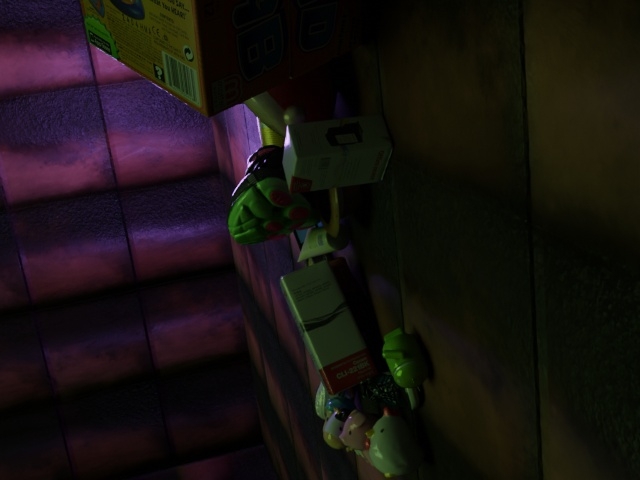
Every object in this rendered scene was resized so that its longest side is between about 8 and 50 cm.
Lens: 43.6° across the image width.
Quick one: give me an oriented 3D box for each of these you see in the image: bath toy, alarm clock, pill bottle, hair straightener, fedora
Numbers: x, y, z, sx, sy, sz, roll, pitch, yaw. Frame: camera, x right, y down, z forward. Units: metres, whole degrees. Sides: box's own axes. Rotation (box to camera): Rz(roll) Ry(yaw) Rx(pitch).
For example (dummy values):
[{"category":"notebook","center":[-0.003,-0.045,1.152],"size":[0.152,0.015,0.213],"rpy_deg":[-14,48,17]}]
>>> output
[{"category":"bath toy","center":[0.099,0.396,1.656],"size":[0.348,0.151,0.129],"rpy_deg":[162,98,-74]},{"category":"alarm clock","center":[0.007,0.079,1.963],"size":[0.192,0.064,0.129],"rpy_deg":[105,151,-67]},{"category":"pill bottle","center":[-0.089,-0.238,1.982],"size":[0.117,0.118,0.208],"rpy_deg":[-140,40,-70]},{"category":"hair straightener","center":[0.080,0.143,1.779],"size":[0.089,0.047,0.230],"rpy_deg":[74,170,-49]},{"category":"fedora","center":[0.038,-0.101,1.635],"size":[0.194,0.079,0.194],"rpy_deg":[168,90,-79]}]

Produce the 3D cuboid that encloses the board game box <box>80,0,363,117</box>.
[{"category":"board game box","center":[-0.172,-0.486,1.328],"size":[0.356,0.356,0.356],"rpy_deg":[34,142,33]}]

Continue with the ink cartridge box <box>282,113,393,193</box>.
[{"category":"ink cartridge box","center":[0.028,-0.153,1.427],"size":[0.127,0.175,0.072],"rpy_deg":[105,154,-62]}]

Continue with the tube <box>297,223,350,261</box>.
[{"category":"tube","center":[0.000,0.000,1.868],"size":[0.062,0.070,0.240],"rpy_deg":[62,159,-5]}]

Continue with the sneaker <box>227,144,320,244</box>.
[{"category":"sneaker","center":[-0.114,-0.107,1.730],"size":[0.483,0.185,0.202],"rpy_deg":[11,-122,-86]}]

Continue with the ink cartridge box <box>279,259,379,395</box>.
[{"category":"ink cartridge box","center":[0.014,0.193,1.769],"size":[0.197,0.114,0.273],"rpy_deg":[108,137,-80]}]

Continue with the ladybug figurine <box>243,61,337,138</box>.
[{"category":"ladybug figurine","center":[-0.088,-0.360,1.632],"size":[0.305,0.162,0.449],"rpy_deg":[34,-161,-39]}]

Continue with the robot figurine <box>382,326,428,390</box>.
[{"category":"robot figurine","center":[0.153,0.215,1.439],"size":[0.101,0.067,0.115],"rpy_deg":[51,-166,-51]}]

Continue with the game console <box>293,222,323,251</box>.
[{"category":"game console","center":[-0.031,-0.049,2.010],"size":[0.071,0.107,0.122],"rpy_deg":[50,-166,-49]}]

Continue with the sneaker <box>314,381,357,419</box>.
[{"category":"sneaker","center":[0.046,0.329,1.988],"size":[0.108,0.100,0.271],"rpy_deg":[13,112,49]}]

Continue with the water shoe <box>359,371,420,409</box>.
[{"category":"water shoe","center":[0.133,0.300,1.569],"size":[0.203,0.080,0.073],"rpy_deg":[146,112,-76]}]
